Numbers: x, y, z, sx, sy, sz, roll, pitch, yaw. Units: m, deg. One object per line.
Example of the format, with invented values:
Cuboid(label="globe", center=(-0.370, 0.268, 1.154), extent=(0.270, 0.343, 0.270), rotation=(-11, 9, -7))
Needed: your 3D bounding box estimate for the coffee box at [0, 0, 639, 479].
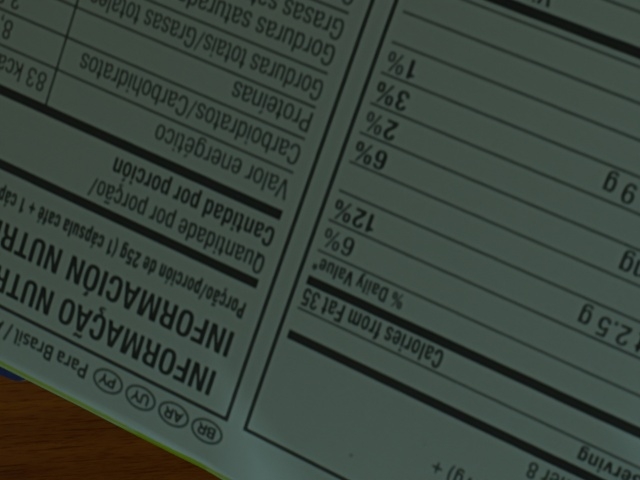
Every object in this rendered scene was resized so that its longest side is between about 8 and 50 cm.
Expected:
Cuboid(label="coffee box", center=(0.068, -0.099, 0.542), extent=(0.338, 0.338, 0.334), rotation=(-13, 125, -68))

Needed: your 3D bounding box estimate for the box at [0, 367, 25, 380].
Cuboid(label="box", center=(-0.299, 0.025, 1.144), extent=(0.225, 0.036, 0.136), rotation=(27, 135, -18))
